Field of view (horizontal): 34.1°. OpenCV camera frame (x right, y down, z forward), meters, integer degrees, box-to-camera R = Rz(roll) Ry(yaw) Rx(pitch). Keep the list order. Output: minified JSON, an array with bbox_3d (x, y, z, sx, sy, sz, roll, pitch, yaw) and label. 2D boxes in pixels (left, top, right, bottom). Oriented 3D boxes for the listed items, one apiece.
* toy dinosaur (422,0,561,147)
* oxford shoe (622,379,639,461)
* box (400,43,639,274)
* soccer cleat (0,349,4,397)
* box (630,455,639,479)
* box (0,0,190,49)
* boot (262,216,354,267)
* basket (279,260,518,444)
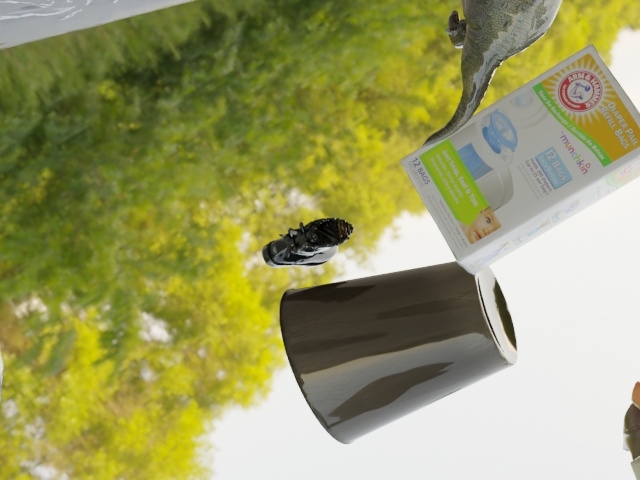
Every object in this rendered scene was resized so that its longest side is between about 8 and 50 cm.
[{"bbox_3d":[0.155,-0.217,0.816,0.313,0.121,0.160,-51,-163,6],"label":"toy dinosaur"},{"bbox_3d":[0.534,0.324,1.491,0.363,0.130,0.132,-104,-147,-78],"label":"oxford shoe"},{"bbox_3d":[0.194,-0.071,0.964,0.203,0.114,0.103,-31,165,9],"label":"box"},{"bbox_3d":[-0.281,0.127,0.737,0.093,0.121,0.289,-20,-166,1],"label":"soccer cleat"},{"bbox_3d":[0.414,0.327,1.014,0.094,0.275,0.113,-16,172,-23],"label":"box"},{"bbox_3d":[-0.132,-0.268,0.622,0.313,0.178,0.343,-16,176,-10],"label":"box"},{"bbox_3d":[0.000,-0.001,1.226,0.121,0.045,0.099,-8,168,-43],"label":"boot"},{"bbox_3d":[0.099,0.115,1.202,0.227,0.204,0.154,-19,-162,21],"label":"basket"}]
